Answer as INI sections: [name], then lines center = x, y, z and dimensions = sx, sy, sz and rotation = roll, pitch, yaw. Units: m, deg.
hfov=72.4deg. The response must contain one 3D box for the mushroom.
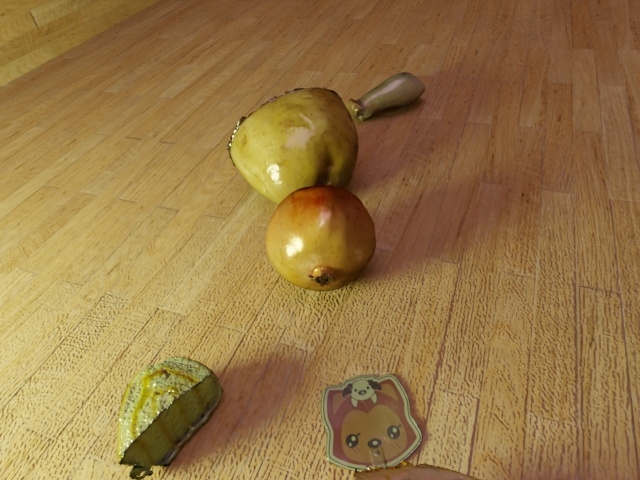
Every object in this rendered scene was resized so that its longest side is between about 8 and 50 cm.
[mushroom]
center = 0.181, -0.390, 1.197
dimensions = 0.225, 0.093, 0.116
rotation = -36, 34, -13

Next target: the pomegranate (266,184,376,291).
[pomegranate]
center = 0.001, -0.001, 0.756
dimensions = 0.191, 0.191, 0.191
rotation = -5, 44, 5

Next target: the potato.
[potato]
center = -0.037, -0.179, 0.928
dimensions = 0.285, 0.243, 0.243
rotation = -18, 44, -19

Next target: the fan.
[fan]
center = 0.073, 0.275, 0.574
dimensions = 0.131, 0.009, 0.220
rotation = -11, 43, -1

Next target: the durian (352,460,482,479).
[durian]
center = 0.141, 0.326, 0.428
dimensions = 0.249, 0.183, 0.138
rotation = 14, 84, 18

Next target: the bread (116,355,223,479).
[bread]
center = -0.228, 0.228, 0.604
dimensions = 0.110, 0.103, 0.156
rotation = 27, 48, 26
